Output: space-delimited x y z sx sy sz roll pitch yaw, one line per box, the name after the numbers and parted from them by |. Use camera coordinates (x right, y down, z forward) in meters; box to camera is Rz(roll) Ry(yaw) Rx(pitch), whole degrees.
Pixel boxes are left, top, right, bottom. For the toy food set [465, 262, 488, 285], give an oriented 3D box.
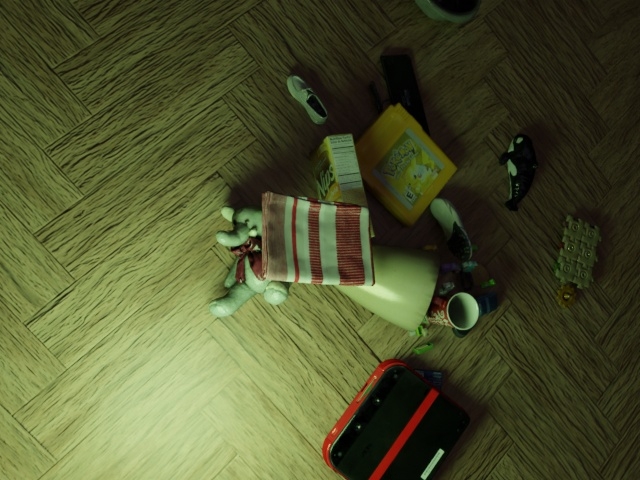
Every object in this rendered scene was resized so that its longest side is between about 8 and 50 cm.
0.541 0.116 1.800 0.083 0.020 0.082 -29 92 -19 | toy food set

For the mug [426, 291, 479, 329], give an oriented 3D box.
0.398 0.210 1.663 0.113 0.169 0.150 -39 95 -18 | mug

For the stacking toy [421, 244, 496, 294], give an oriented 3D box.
0.458 0.086 1.722 0.222 0.052 0.166 -4 55 -19 | stacking toy

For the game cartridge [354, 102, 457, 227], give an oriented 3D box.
0.265 -0.252 1.717 0.324 0.053 0.285 44 76 -16 | game cartridge

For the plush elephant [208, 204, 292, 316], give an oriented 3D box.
-0.184 0.016 1.457 0.330 0.272 0.255 -47 114 -46 | plush elephant

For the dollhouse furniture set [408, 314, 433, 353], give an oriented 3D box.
0.311 0.280 1.672 0.059 0.076 0.151 -17 97 -16 | dollhouse furniture set

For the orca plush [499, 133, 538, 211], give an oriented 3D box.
0.721 -0.254 1.862 0.151 0.102 0.287 28 76 -13 | orca plush

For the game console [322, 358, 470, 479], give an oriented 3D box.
0.231 0.597 1.596 0.342 0.060 0.386 39 81 -9 | game console

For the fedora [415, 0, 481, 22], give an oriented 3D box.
0.428 -0.866 1.832 0.276 0.124 0.243 -5 87 -27 | fedora

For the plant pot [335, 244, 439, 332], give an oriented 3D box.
0.184 0.117 1.587 0.274 0.256 0.256 17 78 0 | plant pot

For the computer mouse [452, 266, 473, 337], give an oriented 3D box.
0.475 0.206 1.758 0.071 0.041 0.241 12 78 -17 | computer mouse

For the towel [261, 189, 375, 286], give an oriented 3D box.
0.000 0.000 1.388 0.329 0.037 0.236 6 71 -28 | towel

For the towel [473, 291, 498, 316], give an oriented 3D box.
0.560 0.216 1.769 0.120 0.029 0.067 -11 93 -39 | towel

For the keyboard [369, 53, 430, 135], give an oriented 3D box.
0.256 -0.479 1.779 0.202 0.033 0.316 -12 86 -24 | keyboard

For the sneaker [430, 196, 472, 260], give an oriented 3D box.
0.446 -0.042 1.731 0.086 0.085 0.237 -3 63 -40 | sneaker

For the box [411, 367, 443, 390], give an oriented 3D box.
0.314 0.526 1.665 0.137 0.036 0.225 11 80 -16 | box

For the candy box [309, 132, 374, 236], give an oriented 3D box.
0.061 -0.146 1.592 0.088 0.183 0.316 -12 87 -20 | candy box

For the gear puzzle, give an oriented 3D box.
0.934 0.087 1.925 0.176 0.044 0.338 18 81 -17 | gear puzzle

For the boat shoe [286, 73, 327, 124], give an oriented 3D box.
-0.039 -0.455 1.661 0.066 0.063 0.184 -31 94 -19 | boat shoe
